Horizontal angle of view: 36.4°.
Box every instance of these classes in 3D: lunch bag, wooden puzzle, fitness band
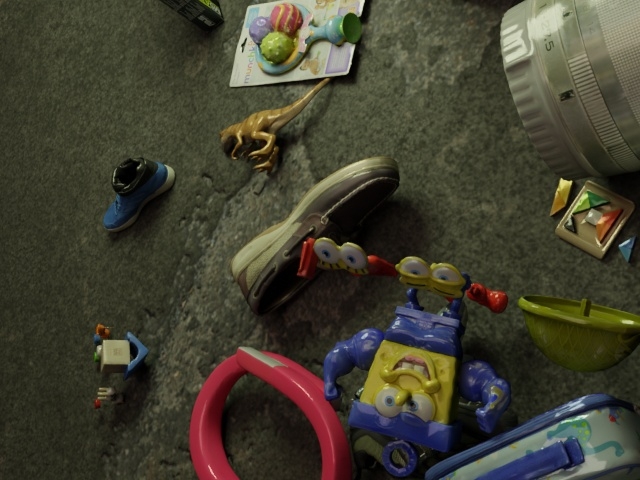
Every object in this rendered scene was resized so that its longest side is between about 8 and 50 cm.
[{"bbox_3d":[0.224,0.230,0.956,0.219,0.176,0.090,-32,58,25],"label":"lunch bag"},{"bbox_3d":[0.304,-0.025,1.088,0.116,0.014,0.079,25,91,39],"label":"wooden puzzle"},{"bbox_3d":[-0.064,0.254,1.218,0.291,0.054,0.209,25,104,46],"label":"fitness band"}]

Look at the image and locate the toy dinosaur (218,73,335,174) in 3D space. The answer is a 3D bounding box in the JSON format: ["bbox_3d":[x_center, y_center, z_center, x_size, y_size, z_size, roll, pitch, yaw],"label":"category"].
[{"bbox_3d":[-0.075,-0.163,1.389,0.211,0.064,0.112,-19,63,31],"label":"toy dinosaur"}]

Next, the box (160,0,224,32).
[{"bbox_3d":[-0.242,-0.442,1.528,0.045,0.190,0.184,-29,60,24],"label":"box"}]

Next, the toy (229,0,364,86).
[{"bbox_3d":[-0.048,-0.304,1.421,0.237,0.056,0.137,3,75,38],"label":"toy"}]

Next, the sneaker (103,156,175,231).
[{"bbox_3d":[-0.307,-0.075,1.518,0.152,0.084,0.058,-35,57,23],"label":"sneaker"}]

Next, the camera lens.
[{"bbox_3d":[0.349,-0.195,0.980,0.274,0.219,0.219,-20,64,31],"label":"camera lens"}]

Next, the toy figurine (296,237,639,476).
[{"bbox_3d":[0.135,0.143,1.007,0.362,0.191,0.217,13,85,19],"label":"toy figurine"}]

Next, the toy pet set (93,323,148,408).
[{"bbox_3d":[-0.299,0.178,1.458,0.114,0.065,0.122,124,143,-55],"label":"toy pet set"}]

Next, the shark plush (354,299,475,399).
[{"bbox_3d":[0.102,0.127,1.119,0.161,0.067,0.073,-24,48,-9],"label":"shark plush"}]

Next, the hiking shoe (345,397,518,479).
[{"bbox_3d":[0.126,0.231,1.101,0.227,0.086,0.114,-9,78,44],"label":"hiking shoe"}]

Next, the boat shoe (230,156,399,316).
[{"bbox_3d":[0.000,0.000,1.257,0.285,0.103,0.092,-36,61,26],"label":"boat shoe"}]
